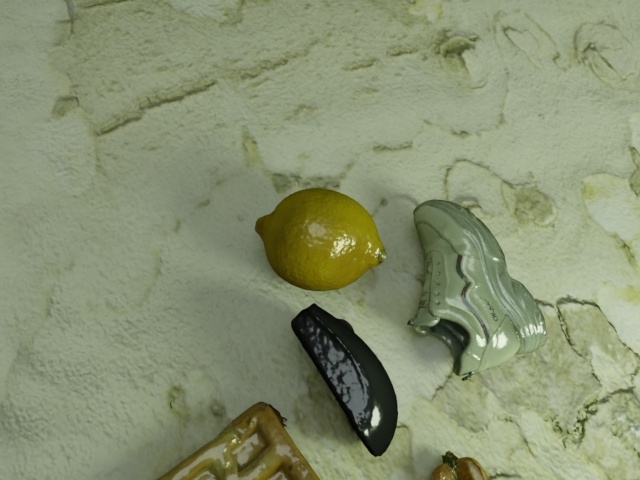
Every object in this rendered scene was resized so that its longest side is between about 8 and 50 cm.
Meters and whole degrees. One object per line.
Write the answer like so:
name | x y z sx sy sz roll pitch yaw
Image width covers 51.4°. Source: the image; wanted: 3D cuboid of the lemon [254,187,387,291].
lemon | 0.000 0.000 1.206 0.244 0.187 0.187 10 65 2

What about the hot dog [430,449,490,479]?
hot dog | 0.253 0.467 1.080 0.104 0.076 0.250 -22 64 6

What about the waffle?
waffle | -0.107 0.456 1.027 0.304 0.077 0.348 -34 65 -16

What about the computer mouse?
computer mouse | 0.054 0.223 1.115 0.100 0.170 0.269 -31 71 -8

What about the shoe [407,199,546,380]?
shoe | 0.241 0.089 1.216 0.210 0.132 0.342 -27 74 -19
